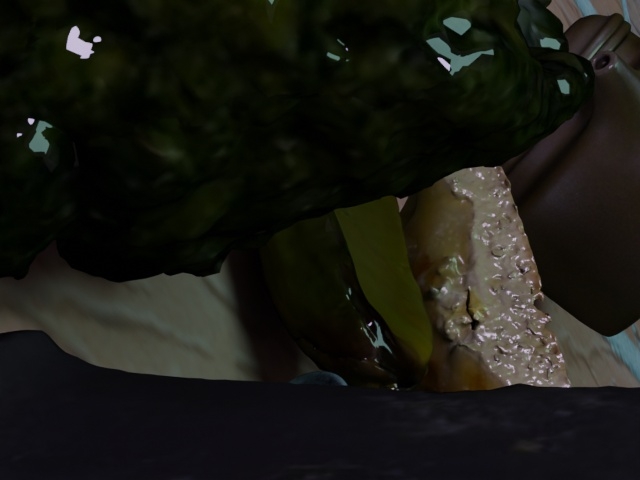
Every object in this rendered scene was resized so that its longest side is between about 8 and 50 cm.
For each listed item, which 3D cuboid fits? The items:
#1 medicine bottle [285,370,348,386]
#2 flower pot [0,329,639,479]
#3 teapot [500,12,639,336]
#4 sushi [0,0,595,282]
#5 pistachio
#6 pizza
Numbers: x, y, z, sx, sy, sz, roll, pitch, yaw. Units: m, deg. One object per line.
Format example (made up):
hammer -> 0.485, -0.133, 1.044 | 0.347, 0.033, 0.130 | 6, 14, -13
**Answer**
medicine bottle -> 0.040, 0.136, 0.731 | 0.208, 0.054, 0.090 | 56, 24, -36
flower pot -> 0.054, 0.184, 0.470 | 0.379, 0.251, 0.379 | -16, 90, -70
teapot -> 0.170, -0.059, 1.072 | 0.175, 0.185, 0.267 | 43, -11, 2
sushi -> -0.044, -0.167, 0.595 | 0.294, 0.178, 0.352 | 8, 63, -70
pistachio -> 0.000, 0.000, 0.746 | 0.089, 0.049, 0.173 | 40, 27, -41
pizza -> 0.067, 0.067, 0.832 | 0.204, 0.080, 0.188 | 82, -3, -67
